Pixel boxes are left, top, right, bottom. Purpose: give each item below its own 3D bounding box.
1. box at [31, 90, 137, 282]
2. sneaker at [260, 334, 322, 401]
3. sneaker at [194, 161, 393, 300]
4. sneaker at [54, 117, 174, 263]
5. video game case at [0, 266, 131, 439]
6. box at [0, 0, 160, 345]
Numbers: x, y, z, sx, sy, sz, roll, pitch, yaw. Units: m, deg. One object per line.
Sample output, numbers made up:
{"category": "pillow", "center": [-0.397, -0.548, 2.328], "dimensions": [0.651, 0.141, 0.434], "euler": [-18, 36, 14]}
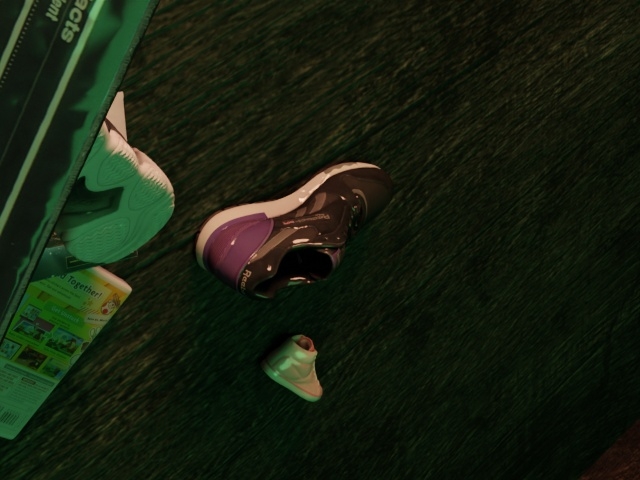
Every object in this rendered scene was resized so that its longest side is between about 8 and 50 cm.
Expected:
{"category": "box", "center": [-0.277, -0.041, 0.771], "dimensions": [0.233, 0.044, 0.159], "euler": [-15, 111, -39]}
{"category": "sneaker", "center": [-0.021, 0.176, 1.234], "dimensions": [0.070, 0.051, 0.134], "euler": [-48, 138, 1]}
{"category": "sneaker", "center": [0.000, 0.000, 1.061], "dimensions": [0.283, 0.124, 0.107], "euler": [-25, 135, -32]}
{"category": "sneaker", "center": [-0.211, -0.085, 0.716], "dimensions": [0.101, 0.153, 0.268], "euler": [-36, 160, -6]}
{"category": "video game case", "center": [-0.323, 0.083, 0.869], "dimensions": [0.206, 0.026, 0.227], "euler": [-52, 141, -3]}
{"category": "box", "center": [-0.266, -0.099, 0.444], "dimensions": [0.294, 0.183, 0.296], "euler": [24, 102, -23]}
